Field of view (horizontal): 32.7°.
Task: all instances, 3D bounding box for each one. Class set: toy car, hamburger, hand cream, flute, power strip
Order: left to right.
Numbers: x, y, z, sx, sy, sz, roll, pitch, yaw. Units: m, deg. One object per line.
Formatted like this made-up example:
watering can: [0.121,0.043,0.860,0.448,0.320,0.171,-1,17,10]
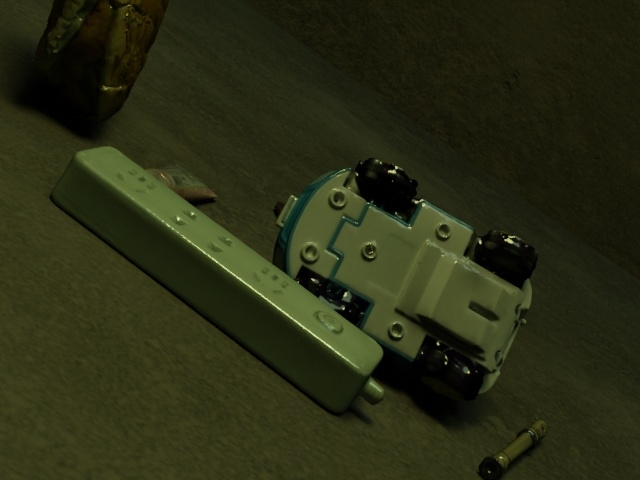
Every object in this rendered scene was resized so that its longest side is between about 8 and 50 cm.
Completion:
hamburger: [-0.252,-0.280,1.313,0.134,0.265,0.285,23,21,-18]
hand cream: [-0.173,-0.065,1.272,0.067,0.043,0.210,38,11,6]
power strip: [-0.092,0.039,1.079,0.385,0.062,0.091,36,19,7]
toy car: [0.086,0.047,1.226,0.314,0.198,0.166,28,-17,-10]
flute: [0.220,0.231,1.215,0.027,0.027,0.233,40,16,18]

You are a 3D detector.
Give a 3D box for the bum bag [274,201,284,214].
bum bag: [0.000,0.000,1.446,0.109,0.026,0.159,25,18,-28]
